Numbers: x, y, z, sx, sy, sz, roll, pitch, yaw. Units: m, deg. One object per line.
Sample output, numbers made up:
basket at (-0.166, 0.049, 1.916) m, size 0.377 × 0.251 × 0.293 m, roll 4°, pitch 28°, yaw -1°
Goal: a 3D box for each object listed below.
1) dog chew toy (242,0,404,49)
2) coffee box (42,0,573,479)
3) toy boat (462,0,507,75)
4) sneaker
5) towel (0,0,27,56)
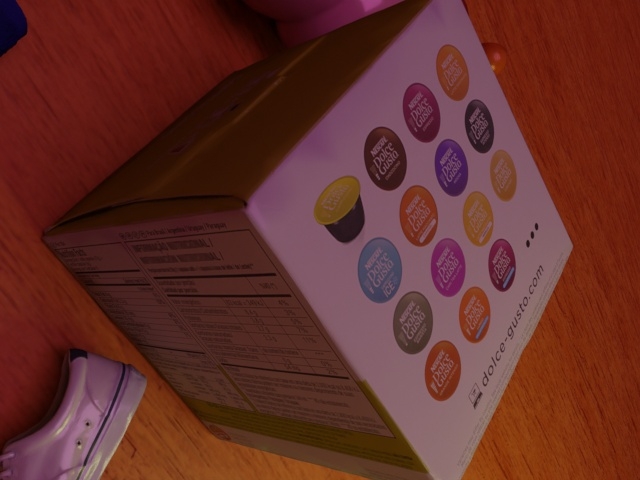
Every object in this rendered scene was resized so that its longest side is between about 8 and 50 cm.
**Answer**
dog chew toy at (0.017, -0.315, 0.831) m, size 0.332 × 0.206 × 0.207 m, roll 50°, pitch 56°, yaw -40°
coffee box at (0.000, 0.000, 0.688) m, size 0.338 × 0.338 × 0.334 m, roll -51°, pitch 121°, yaw -34°
toy boat at (0.230, -0.286, 1.061) m, size 0.151 × 0.151 × 0.231 m, roll -30°, pitch 109°, yaw -41°
sneaker at (-0.260, 0.224, 0.608) m, size 0.091 × 0.094 × 0.258 m, roll 31°, pitch 61°, yaw -19°
towel at (-0.390, -0.165, 0.474) m, size 0.308 × 0.076 × 0.228 m, roll -59°, pitch 142°, yaw -32°
